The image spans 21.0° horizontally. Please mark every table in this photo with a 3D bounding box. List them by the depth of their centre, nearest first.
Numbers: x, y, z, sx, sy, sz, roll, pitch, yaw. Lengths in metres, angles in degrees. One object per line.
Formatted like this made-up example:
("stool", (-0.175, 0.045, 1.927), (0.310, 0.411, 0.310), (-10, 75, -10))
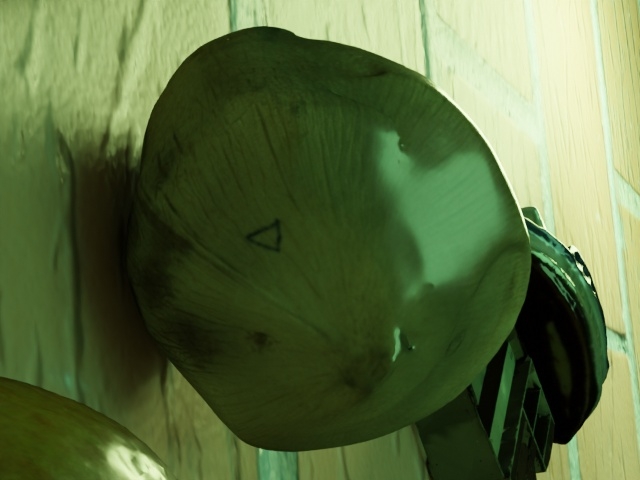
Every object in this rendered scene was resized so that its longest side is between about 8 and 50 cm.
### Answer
("table", (0.125, 0.130, 1.347), (0.146, 0.062, 0.175), (-70, 145, -53))

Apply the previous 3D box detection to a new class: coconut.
("coconut", (0.000, 0.000, 0.862), (0.224, 0.224, 0.224), (-8, 90, -70))

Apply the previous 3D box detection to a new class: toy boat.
("toy boat", (0.182, 0.063, 1.461), (0.115, 0.114, 0.262), (-76, 152, -56))

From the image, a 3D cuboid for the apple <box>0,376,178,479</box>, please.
("apple", (-0.120, 0.141, 0.482), (0.211, 0.187, 0.211), (-8, 90, -74))
